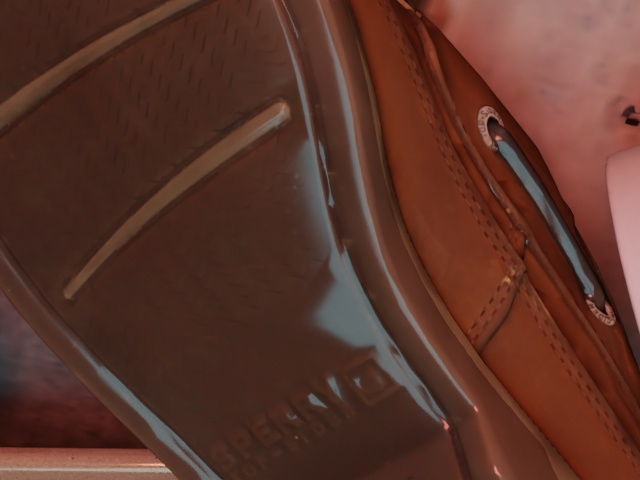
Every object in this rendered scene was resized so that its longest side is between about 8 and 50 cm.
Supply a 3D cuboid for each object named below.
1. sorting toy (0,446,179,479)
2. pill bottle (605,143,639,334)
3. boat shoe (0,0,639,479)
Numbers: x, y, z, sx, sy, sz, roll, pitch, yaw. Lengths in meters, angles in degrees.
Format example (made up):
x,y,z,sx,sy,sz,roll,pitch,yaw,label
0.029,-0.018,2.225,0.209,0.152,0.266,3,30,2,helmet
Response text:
x,y,z,sx,sy,sz,roll,pitch,yaw,label
-0.101,0.128,0.530,0.196,0.047,0.348,-3,124,2,sorting toy
0.164,-0.004,0.376,0.180,0.108,0.108,-16,121,15,pill bottle
0.000,0.000,0.401,0.110,0.104,0.307,-23,99,30,boat shoe
